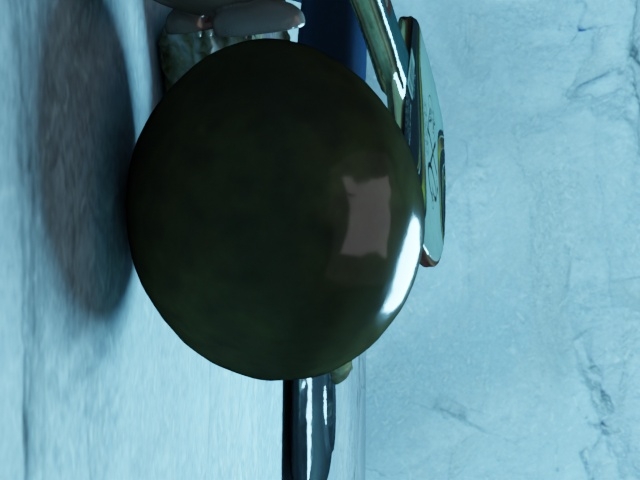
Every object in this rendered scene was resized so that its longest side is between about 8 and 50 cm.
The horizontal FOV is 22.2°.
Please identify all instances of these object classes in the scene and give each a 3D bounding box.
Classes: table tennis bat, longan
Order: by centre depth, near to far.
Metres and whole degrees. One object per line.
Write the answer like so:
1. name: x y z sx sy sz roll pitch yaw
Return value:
1. longan: -0.023 -0.015 0.886 0.204 0.159 0.185 56 27 -78
2. table tennis bat: 0.060 -0.101 1.188 0.301 0.022 0.173 67 23 -54

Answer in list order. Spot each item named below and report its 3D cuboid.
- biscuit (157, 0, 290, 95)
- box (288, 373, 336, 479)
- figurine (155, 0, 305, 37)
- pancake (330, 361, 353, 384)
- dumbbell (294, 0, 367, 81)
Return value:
1. biscuit: -0.057 -0.109 1.062 0.239 0.061 0.108 -76 163 -74
2. box: -0.008 0.174 1.726 0.212 0.042 0.201 36 53 -83
3. figurine: -0.048 -0.168 0.793 0.125 0.125 0.138 -54 143 -81
4. pancake: 0.000 0.000 1.561 0.288 0.033 0.286 92 -12 -70
5. dumbbell: 0.009 -0.146 1.332 0.160 0.144 0.325 80 10 -66
